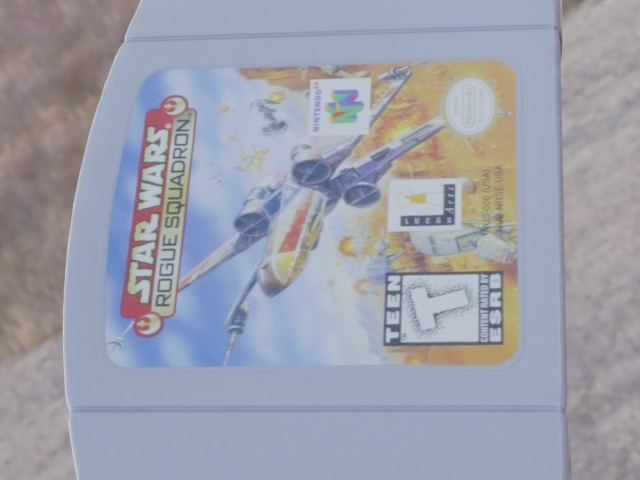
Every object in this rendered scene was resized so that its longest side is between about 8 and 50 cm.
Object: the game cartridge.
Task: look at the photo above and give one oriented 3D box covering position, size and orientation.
[{"bbox_3d":[0.000,0.000,0.687,0.198,0.062,0.297,1,58,4],"label":"game cartridge"}]
